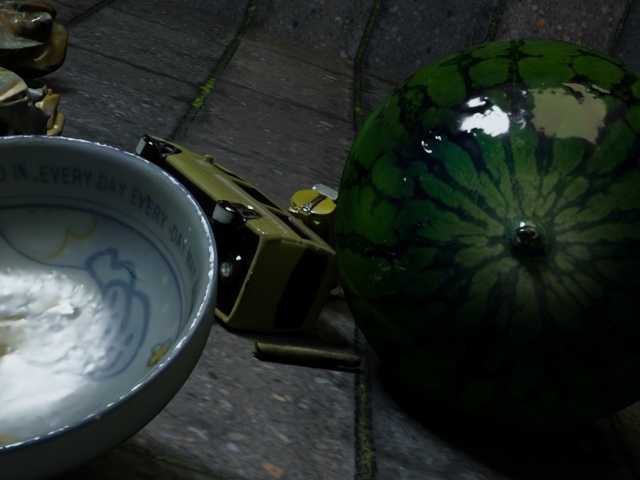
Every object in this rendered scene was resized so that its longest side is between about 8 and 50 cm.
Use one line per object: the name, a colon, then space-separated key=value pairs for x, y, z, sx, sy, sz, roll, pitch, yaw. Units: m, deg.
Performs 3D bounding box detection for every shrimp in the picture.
shrimp: x=-0.495 y=-0.250 z=1.798 sx=0.446 sy=0.109 sz=0.221 roll=-2 pitch=16 yaw=-45

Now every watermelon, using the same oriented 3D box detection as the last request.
watermelon: x=0.174 y=-0.007 z=1.266 sx=0.363 sy=0.363 sz=0.363 roll=18 pitch=14 yaw=-5

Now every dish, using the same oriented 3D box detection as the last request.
dish: x=-0.194 y=0.069 z=0.921 sx=0.273 sy=0.133 sz=0.273 roll=-2 pitch=41 yaw=2

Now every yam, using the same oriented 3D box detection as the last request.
yam: x=-0.011 y=0.098 z=1.266 sx=0.107 sy=0.014 sz=0.014 roll=10 pitch=17 yaw=-31

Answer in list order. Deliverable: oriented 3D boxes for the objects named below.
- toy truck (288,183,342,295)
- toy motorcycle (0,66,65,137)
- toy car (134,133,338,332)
toy truck: x=0.000 y=0.000 z=1.439 sx=0.052 sy=0.123 sz=0.063 roll=27 pitch=50 yaw=27
toy motorcycle: x=-0.292 y=-0.110 z=1.443 sx=0.094 sy=0.129 sz=0.229 roll=0 pitch=12 yaw=8
toy car: x=-0.093 y=-0.008 z=1.385 sx=0.124 sy=0.101 sz=0.257 roll=13 pitch=17 yaw=-37
